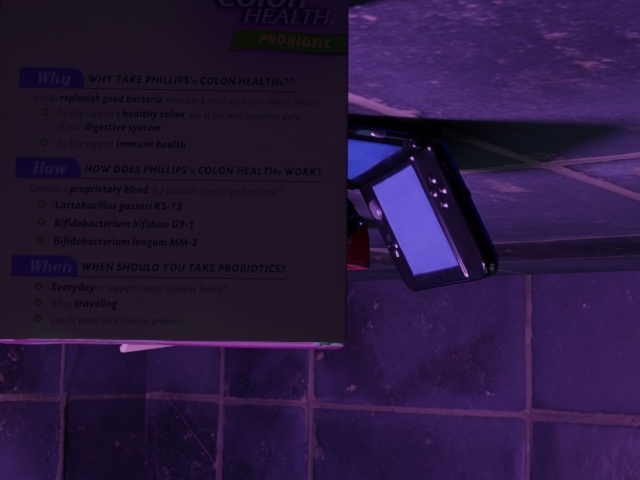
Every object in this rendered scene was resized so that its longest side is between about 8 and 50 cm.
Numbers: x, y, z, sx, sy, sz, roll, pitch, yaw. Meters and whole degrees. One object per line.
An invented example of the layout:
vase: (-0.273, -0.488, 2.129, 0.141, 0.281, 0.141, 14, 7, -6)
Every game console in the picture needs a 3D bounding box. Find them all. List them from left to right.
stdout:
game console: (0.040, -0.034, 1.217, 0.173, 0.250, 0.293, -25, 180, -13)

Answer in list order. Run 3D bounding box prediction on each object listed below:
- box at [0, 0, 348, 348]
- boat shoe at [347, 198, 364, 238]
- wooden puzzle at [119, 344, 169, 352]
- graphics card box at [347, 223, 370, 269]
box: (-0.091, -0.052, 0.680, 0.213, 0.243, 0.117, 0, 174, -2)
boat shoe: (0.000, 0.000, 1.416, 0.089, 0.258, 0.109, 34, 130, 2)
wooden puzzle: (-0.168, 0.070, 1.526, 0.221, 0.044, 0.239, -4, 138, -30)
graphics card box: (-0.125, 0.010, 1.932, 0.371, 0.094, 0.232, -5, 172, 35)
